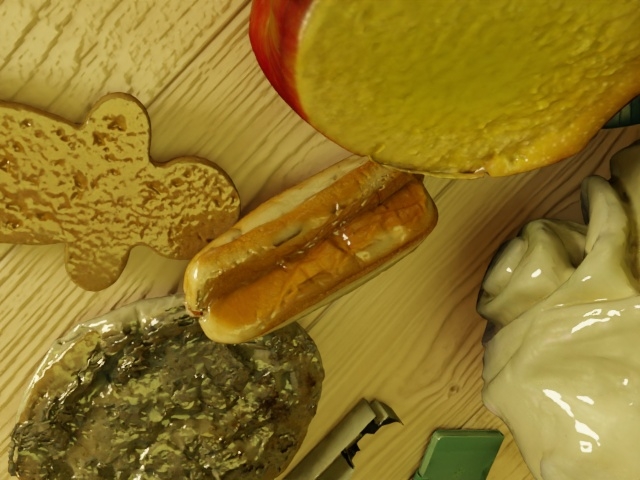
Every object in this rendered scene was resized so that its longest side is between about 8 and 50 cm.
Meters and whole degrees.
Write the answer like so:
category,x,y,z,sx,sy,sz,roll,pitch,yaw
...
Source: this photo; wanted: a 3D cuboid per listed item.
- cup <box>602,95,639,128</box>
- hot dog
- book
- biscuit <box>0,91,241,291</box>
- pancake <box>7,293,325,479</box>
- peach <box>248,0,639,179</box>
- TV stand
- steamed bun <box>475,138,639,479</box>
category,x,y,z,sx,sy,sz,roll,pitch,yaw
cup,0.255,-0.178,0.535,0.150,0.113,0.138,-13,116,-13
hot dog,0.000,0.000,0.521,0.249,0.076,0.102,-32,92,-21
book,0.153,0.283,0.735,0.103,0.017,0.135,9,108,-26
biscuit,-0.180,-0.040,0.473,0.240,0.035,0.158,11,109,-23
pancake,-0.128,0.163,0.565,0.283,0.049,0.282,-7,113,-17
peach,0.102,-0.171,0.407,0.275,0.249,0.245,18,82,-20
TV stand,-0.016,0.265,0.655,0.249,0.036,0.042,-46,120,2
steamed bun,0.264,0.065,0.567,0.394,0.238,0.346,-58,151,-19
